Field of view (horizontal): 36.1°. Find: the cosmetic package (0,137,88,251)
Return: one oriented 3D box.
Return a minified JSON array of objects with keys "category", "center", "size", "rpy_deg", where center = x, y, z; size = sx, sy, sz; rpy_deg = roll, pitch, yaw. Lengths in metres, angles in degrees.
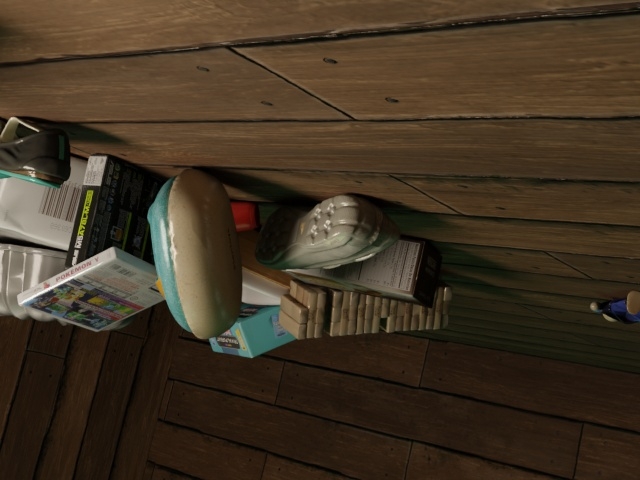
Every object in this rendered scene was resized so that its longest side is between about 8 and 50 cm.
[{"category":"cosmetic package","center":[-0.501,-0.062,1.749],"size":[0.217,0.156,0.385],"rpy_deg":[18,171,-30]}]

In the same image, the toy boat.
[{"category":"toy boat","center":[-0.194,0.007,1.546],"size":[0.148,0.267,0.318],"rpy_deg":[-4,-162,9]}]

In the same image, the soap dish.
[{"category":"soap dish","center":[-0.174,0.040,1.964],"size":[0.229,0.118,0.291],"rpy_deg":[24,169,-20]}]

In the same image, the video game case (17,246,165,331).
[{"category":"video game case","center":[-0.340,0.081,1.550],"size":[0.184,0.023,0.201],"rpy_deg":[-25,155,15]}]

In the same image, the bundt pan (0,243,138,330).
[{"category":"bundt pan","center":[-0.469,0.088,1.758],"size":[0.331,0.124,0.331],"rpy_deg":[9,175,1]}]

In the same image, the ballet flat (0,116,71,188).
[{"category":"ballet flat","center":[-0.460,-0.130,1.427],"size":[0.281,0.096,0.095],"rpy_deg":[6,173,32]}]

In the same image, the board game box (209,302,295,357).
[{"category":"board game box","center":[-0.051,0.146,2.080],"size":[0.336,0.079,0.254],"rpy_deg":[-21,-175,-23]}]

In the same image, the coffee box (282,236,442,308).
[{"category":"coffee box","center":[0.073,0.040,1.715],"size":[0.247,0.098,0.141],"rpy_deg":[11,172,21]}]

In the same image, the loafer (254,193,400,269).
[{"category":"loafer","center":[0.000,0.000,1.518],"size":[0.112,0.112,0.319],"rpy_deg":[21,166,-27]}]

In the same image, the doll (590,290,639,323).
[{"category":"doll","center":[0.545,0.125,1.740],"size":[0.129,0.046,0.189],"rpy_deg":[14,171,-2]}]

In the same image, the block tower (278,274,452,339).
[{"category":"block tower","center":[0.095,0.122,1.873],"size":[0.336,0.090,0.097],"rpy_deg":[-3,-163,-26]}]

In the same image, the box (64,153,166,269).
[{"category":"box","center":[-0.319,-0.024,1.593],"size":[0.045,0.190,0.184],"rpy_deg":[5,169,28]}]
